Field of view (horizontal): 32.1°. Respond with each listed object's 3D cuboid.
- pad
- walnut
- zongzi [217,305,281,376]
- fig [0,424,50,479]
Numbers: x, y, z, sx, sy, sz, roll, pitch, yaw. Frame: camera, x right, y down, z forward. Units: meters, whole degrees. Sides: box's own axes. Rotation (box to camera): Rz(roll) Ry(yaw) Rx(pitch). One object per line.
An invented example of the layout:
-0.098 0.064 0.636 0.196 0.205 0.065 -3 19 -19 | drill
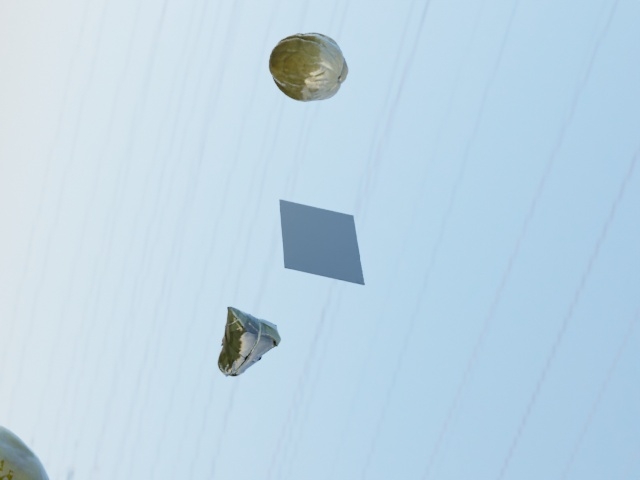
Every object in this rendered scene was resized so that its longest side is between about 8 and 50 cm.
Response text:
0.000 0.000 1.724 0.190 0.127 0.004 -96 -157 -54 | pad
-0.014 -0.197 1.267 0.092 0.092 0.092 -170 -90 -66 | walnut
-0.131 0.147 1.616 0.109 0.119 0.055 -42 -133 15 | zongzi
-0.600 0.452 1.827 0.343 0.344 0.343 -170 -90 -66 | fig
